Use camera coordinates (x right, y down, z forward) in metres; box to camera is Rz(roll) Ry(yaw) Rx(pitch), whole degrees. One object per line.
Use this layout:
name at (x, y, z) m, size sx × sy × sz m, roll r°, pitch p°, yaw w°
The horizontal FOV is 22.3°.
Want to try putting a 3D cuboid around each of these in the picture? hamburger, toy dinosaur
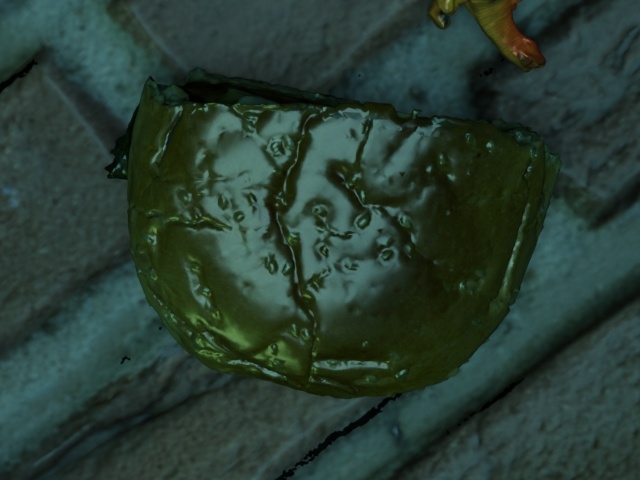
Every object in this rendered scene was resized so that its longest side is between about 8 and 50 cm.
hamburger at (0.000, 0.000, 1.108) m, size 0.308 × 0.132 × 0.211 m, roll 8°, pitch 101°, yaw -2°
toy dinosaur at (0.083, -0.240, 1.082) m, size 0.117 × 0.070 × 0.288 m, roll -36°, pitch 104°, yaw -2°
